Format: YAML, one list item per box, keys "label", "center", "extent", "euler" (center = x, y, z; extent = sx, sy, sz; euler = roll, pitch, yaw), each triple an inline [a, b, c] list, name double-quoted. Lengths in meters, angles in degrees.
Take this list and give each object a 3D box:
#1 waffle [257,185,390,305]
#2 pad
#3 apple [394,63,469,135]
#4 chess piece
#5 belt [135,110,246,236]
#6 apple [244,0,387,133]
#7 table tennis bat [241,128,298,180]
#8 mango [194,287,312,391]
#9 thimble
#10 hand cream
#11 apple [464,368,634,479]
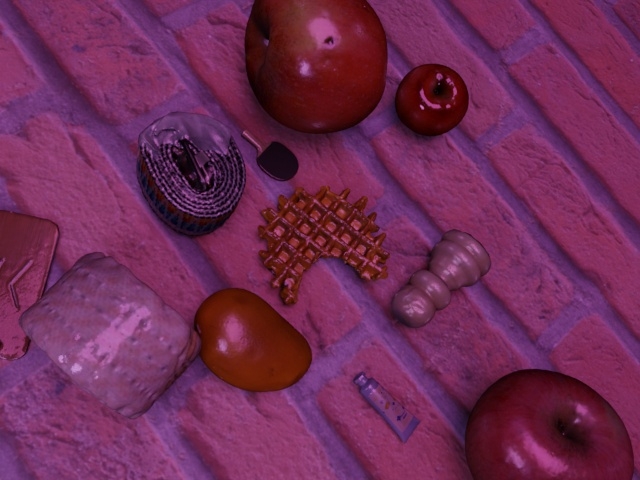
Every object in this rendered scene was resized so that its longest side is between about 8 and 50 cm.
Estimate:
- label: "waffle"
  center: [0.000, 0.000, 1.386]
  extent: [0.293, 0.069, 0.259]
  euler: [-10, 73, -17]
- label: "pad"
  center: [-0.674, 0.067, 1.179]
  extent: [0.284, 0.018, 0.286]
  euler: [12, 69, -13]
- label: "apple"
  center: [0.269, -0.342, 1.525]
  extent: [0.181, 0.168, 0.180]
  euler: [4, 76, -15]
- label: "chess piece"
  center: [0.262, 0.098, 1.404]
  extent: [0.243, 0.133, 0.133]
  euler: [-42, 88, -20]
- label: "belt"
  center: [-0.271, -0.146, 1.304]
  extent: [0.207, 0.150, 0.257]
  euler: [-21, 80, -31]
- label: "apple"
  center: [-0.010, -0.409, 1.373]
  extent: [0.277, 0.348, 0.348]
  euler: [-3, 73, -24]
- label: "table tennis bat"
  center: [-0.120, -0.203, 1.443]
  extent: [0.156, 0.013, 0.087]
  euler: [41, 66, -2]
- label: "mango"
  center: [-0.140, 0.208, 1.232]
  extent: [0.254, 0.139, 0.175]
  euler: [41, 69, -8]
- label: "thimble"
  center: [-0.363, 0.173, 1.103]
  extent: [0.291, 0.291, 0.195]
  euler: [43, 70, 0]
- label: "hand cream"
  center: [0.139, 0.349, 1.322]
  extent: [0.170, 0.043, 0.065]
  euler: [45, 62, -1]
- label: "apple"
  center: [0.458, 0.433, 1.285]
  extent: [0.345, 0.269, 0.344]
  euler: [9, 50, -11]
